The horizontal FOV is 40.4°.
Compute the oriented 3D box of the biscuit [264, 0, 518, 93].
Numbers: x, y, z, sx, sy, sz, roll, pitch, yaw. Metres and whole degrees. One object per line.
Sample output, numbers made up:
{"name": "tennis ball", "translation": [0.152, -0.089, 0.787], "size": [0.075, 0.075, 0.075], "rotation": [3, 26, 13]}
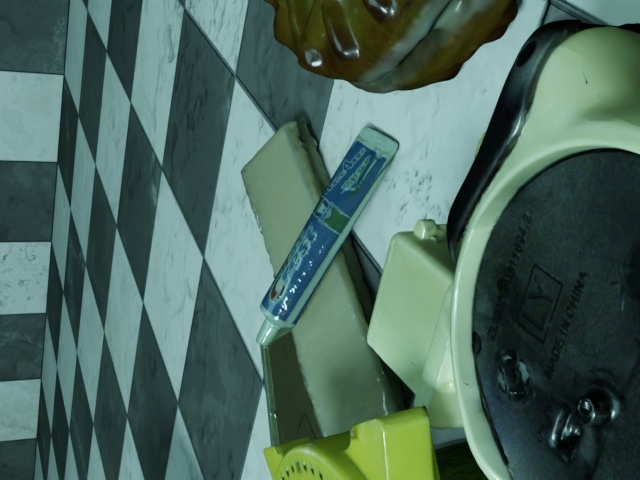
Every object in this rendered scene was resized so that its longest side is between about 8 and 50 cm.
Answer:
{"name": "biscuit", "translation": [0.046, -0.260, 0.572], "size": [0.332, 0.103, 0.332], "rotation": [179, 90, -66]}

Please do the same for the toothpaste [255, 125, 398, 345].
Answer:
{"name": "toothpaste", "translation": [0.000, 0.000, 0.695], "size": [0.197, 0.035, 0.057], "rotation": [-60, 33, 8]}

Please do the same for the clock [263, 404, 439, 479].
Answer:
{"name": "clock", "translation": [0.022, 0.242, 0.469], "size": [0.277, 0.071, 0.293], "rotation": [125, 131, -62]}

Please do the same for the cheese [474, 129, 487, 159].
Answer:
{"name": "cheese", "translation": [0.121, -0.039, 0.495], "size": [0.083, 0.030, 0.044], "rotation": [-126, 37, -47]}

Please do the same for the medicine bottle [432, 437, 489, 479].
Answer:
{"name": "medicine bottle", "translation": [0.096, 0.183, 0.484], "size": [0.188, 0.088, 0.132], "rotation": [-167, 73, -65]}

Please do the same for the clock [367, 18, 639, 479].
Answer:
{"name": "clock", "translation": [0.131, -0.064, 0.348], "size": [0.276, 0.120, 0.378], "rotation": [40, 124, 53]}

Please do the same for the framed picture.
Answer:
{"name": "framed picture", "translation": [-0.011, 0.195, 0.797], "size": [0.189, 0.023, 0.259], "rotation": [142, 124, -60]}

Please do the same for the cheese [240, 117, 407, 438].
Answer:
{"name": "cheese", "translation": [0.008, 0.059, 0.716], "size": [0.085, 0.034, 0.400], "rotation": [-38, 52, 24]}
